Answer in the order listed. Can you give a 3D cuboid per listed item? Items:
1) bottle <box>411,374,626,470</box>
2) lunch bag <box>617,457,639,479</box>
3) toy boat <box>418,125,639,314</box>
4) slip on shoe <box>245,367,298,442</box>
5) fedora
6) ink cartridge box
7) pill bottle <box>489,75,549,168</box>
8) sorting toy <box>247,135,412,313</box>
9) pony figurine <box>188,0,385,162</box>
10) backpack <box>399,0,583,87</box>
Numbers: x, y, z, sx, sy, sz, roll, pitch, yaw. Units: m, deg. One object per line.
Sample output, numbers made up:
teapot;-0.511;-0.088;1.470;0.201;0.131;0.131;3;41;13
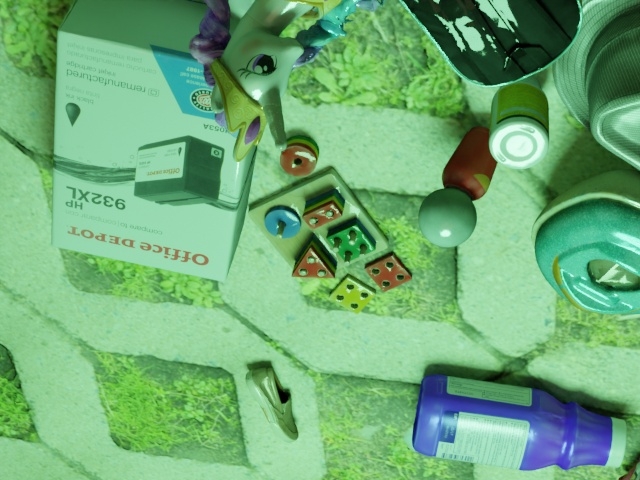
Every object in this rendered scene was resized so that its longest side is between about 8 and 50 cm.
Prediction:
bottle;0.270;0.256;1.673;0.283;0.092;0.118;8;131;4
lunch bag;0.533;0.425;1.637;0.258;0.293;0.120;23;124;-8
toy boat;0.274;-0.003;1.400;0.318;0.148;0.267;26;159;3
slip on shoe;-0.058;0.233;1.744;0.041;0.051;0.135;-24;116;12
fedora;0.377;-0.145;1.287;0.275;0.124;0.243;12;137;6
ink cartridge box;-0.188;-0.120;1.426;0.223;0.129;0.307;12;130;0
pill bottle;0.219;-0.136;1.351;0.065;0.116;0.065;5;130;6
sorting toy;0.000;0.000;1.544;0.132;0.046;0.274;-23;121;26
pony figurine;-0.067;-0.296;1.164;0.363;0.351;0.303;-56;149;11
backpack;0.174;-0.259;1.240;0.166;0.144;0.188;-30;112;21
